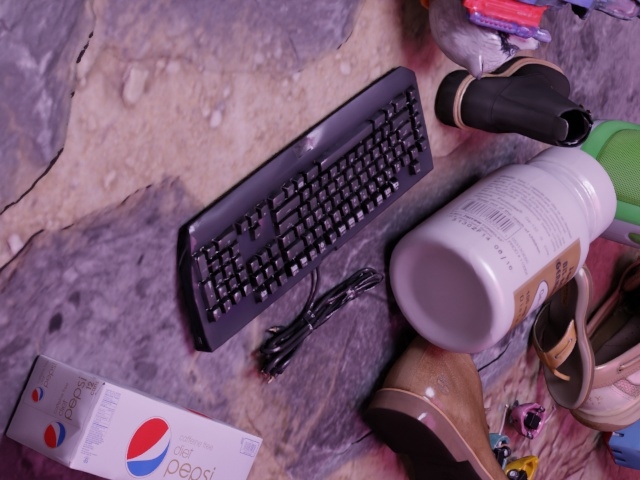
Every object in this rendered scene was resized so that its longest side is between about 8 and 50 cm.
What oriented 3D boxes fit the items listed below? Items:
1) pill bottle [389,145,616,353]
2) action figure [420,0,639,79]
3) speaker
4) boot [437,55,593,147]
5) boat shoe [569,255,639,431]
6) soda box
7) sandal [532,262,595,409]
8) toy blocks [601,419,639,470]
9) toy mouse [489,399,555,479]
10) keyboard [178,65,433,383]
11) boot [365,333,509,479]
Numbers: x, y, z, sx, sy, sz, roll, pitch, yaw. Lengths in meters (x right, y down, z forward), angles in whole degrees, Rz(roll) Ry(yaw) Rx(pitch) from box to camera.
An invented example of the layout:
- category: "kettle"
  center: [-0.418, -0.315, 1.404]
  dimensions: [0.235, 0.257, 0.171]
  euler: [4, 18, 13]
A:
- category: "pill bottle"
  center: [0.182, 0.001, 1.669]
  dimensions: [0.229, 0.131, 0.131]
  euler: [-35, 132, -40]
- category: "action figure"
  center: [0.201, -0.293, 1.533]
  dimensions: [0.341, 0.178, 0.330]
  euler: [20, 94, -31]
- category: "speaker"
  center: [0.385, -0.039, 1.782]
  dimensions: [0.131, 0.296, 0.131]
  euler: [-27, 126, -45]
- category: "boot"
  center: [0.220, -0.122, 1.660]
  dimensions: [0.198, 0.137, 0.077]
  euler: [-19, 120, -49]
- category: "boat shoe"
  center: [0.402, 0.073, 2.011]
  dimensions: [0.341, 0.121, 0.110]
  euler: [-46, 139, -29]
- category: "soda box"
  center: [-0.139, 0.153, 1.351]
  dimensions: [0.216, 0.074, 0.069]
  euler: [30, 80, -54]
- category: "sandal"
  center: [0.257, 0.099, 1.877]
  dimensions: [0.049, 0.072, 0.180]
  euler: [-18, 119, -31]
- category: "toy blocks"
  center: [0.509, 0.177, 2.107]
  dimensions: [0.381, 0.261, 0.191]
  euler: [-60, 142, -28]
- category: "toy mouse"
  center: [0.202, 0.217, 1.882]
  dimensions: [0.161, 0.031, 0.143]
  euler: [-52, 141, -26]
- category: "keyboard"
  center: [0.000, 0.000, 1.510]
  dimensions: [0.317, 0.033, 0.201]
  euler: [-39, 134, -37]
- category: "boot"
  center: [0.148, 0.203, 1.749]
  dimensions: [0.115, 0.112, 0.305]
  euler: [-65, 144, -28]
